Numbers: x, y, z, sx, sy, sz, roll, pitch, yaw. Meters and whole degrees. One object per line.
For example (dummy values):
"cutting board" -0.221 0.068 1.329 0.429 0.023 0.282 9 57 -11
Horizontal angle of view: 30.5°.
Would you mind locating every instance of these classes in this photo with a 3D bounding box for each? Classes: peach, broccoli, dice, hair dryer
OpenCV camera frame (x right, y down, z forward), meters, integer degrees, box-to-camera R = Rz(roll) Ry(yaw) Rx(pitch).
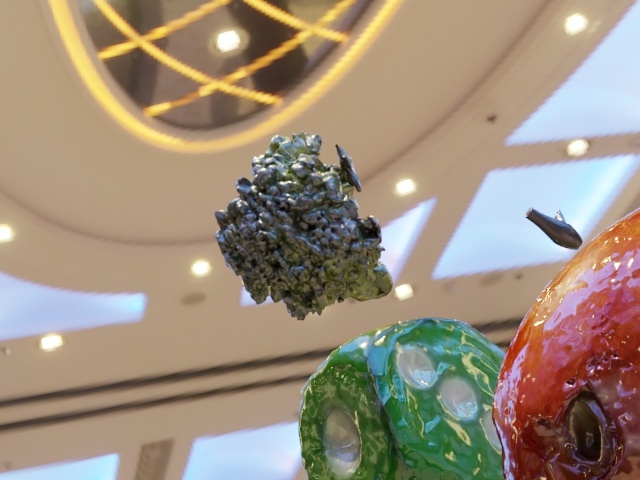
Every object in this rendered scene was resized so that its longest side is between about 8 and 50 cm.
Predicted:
"peach" 0.243 0.090 0.712 0.280 0.281 0.238 -12 -71 -10
"broccoli" -0.010 -0.017 1.291 0.177 0.199 0.275 -29 -8 12
"dice" 0.154 0.318 1.905 0.300 0.297 0.287 0 -33 -33
"hair dryer" 0.290 -0.026 1.468 0.079 0.083 0.031 33 -68 -8
